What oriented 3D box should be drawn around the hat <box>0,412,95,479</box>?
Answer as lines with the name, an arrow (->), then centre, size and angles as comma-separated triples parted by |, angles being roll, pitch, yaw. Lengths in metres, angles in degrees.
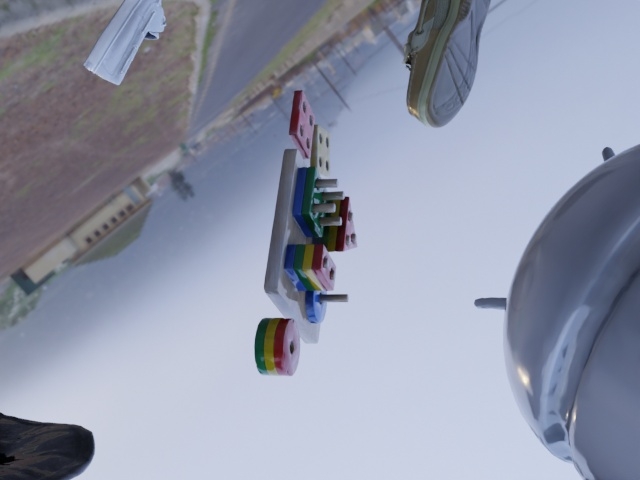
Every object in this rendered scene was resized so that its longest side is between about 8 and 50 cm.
hat -> -0.349, 0.203, 0.664 | 0.331, 0.331, 0.133 | 178, -76, -73

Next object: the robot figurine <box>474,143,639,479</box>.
robot figurine -> 0.228, 0.074, 0.384 | 0.300, 0.199, 0.353 | -40, -135, -8

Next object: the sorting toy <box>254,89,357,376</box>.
sorting toy -> 0.000, 0.000, 0.735 | 0.046, 0.132, 0.274 | -1, -117, 15

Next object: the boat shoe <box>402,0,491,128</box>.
boat shoe -> 0.082, -0.144, 0.578 | 0.048, 0.056, 0.153 | 4, -114, 30

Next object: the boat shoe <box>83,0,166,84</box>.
boat shoe -> -0.242, -0.291, 1.109 | 0.066, 0.063, 0.184 | -8, -130, 62
